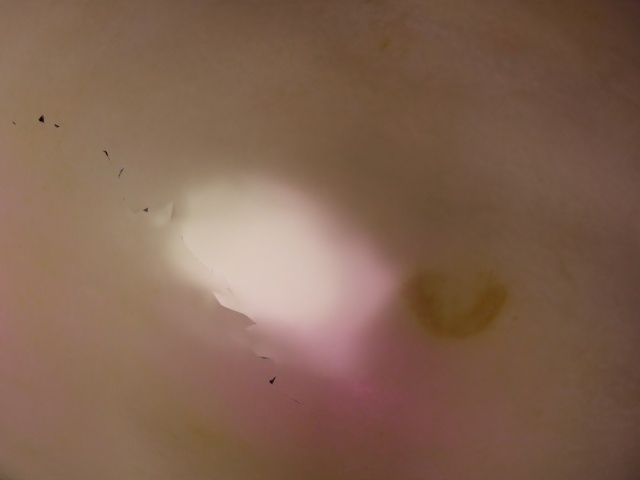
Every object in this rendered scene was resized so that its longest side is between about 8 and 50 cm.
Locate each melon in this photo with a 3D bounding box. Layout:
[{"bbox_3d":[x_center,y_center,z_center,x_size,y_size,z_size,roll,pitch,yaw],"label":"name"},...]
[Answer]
[{"bbox_3d":[0.000,0.000,0.580,0.317,0.223,0.223,14,100,34],"label":"melon"}]
